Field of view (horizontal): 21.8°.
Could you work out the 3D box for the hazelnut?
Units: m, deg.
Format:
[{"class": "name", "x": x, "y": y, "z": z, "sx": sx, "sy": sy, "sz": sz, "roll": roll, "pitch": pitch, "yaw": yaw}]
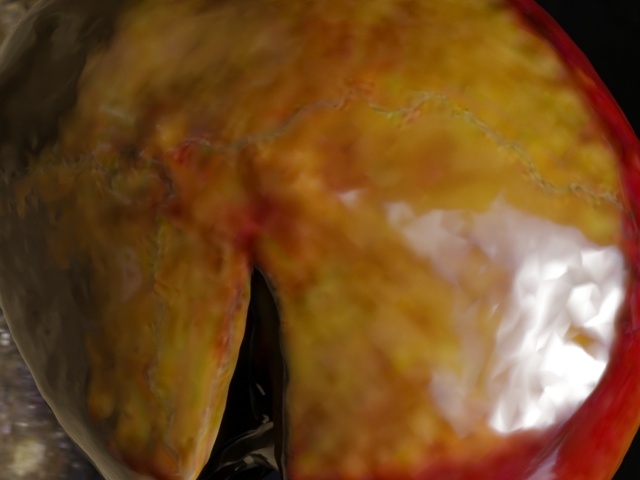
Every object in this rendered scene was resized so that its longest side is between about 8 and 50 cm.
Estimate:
[{"class": "hazelnut", "x": 0.000, "y": 0.000, "z": 0.573, "sx": 0.251, "sy": 0.217, "sz": 0.217, "roll": 33, "pitch": 63, "yaw": 13}]
